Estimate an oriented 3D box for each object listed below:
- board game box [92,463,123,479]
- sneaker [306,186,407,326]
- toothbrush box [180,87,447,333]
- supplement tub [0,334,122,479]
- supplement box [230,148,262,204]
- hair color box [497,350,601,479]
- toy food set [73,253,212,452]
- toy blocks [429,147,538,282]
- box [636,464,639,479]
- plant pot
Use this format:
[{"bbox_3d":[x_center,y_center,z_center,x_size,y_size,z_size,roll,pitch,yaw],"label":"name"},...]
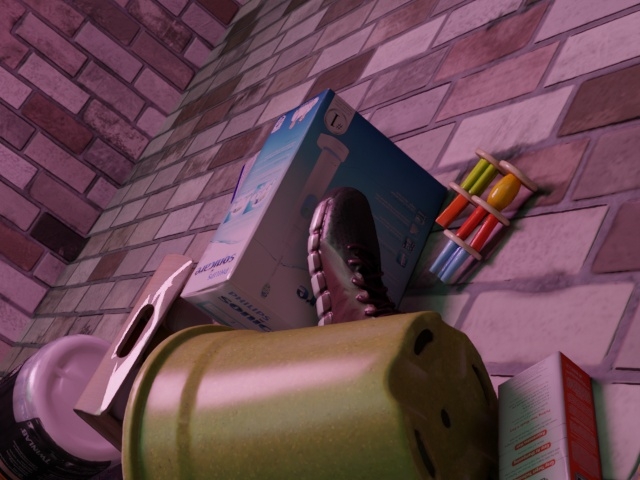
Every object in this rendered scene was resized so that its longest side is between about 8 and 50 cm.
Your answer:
[{"bbox_3d":[-0.355,0.308,1.666,0.390,0.050,0.390,-43,23,23],"label":"board game box"},{"bbox_3d":[0.073,0.069,1.039,0.162,0.106,0.281,-12,73,44],"label":"sneaker"},{"bbox_3d":[0.000,0.000,1.192,0.126,0.216,0.295,-21,38,53],"label":"toothbrush box"},{"bbox_3d":[-0.432,0.296,1.489,0.338,0.207,0.207,-33,28,39],"label":"supplement tub"},{"bbox_3d":[-0.028,-0.116,1.550,0.220,0.111,0.114,-38,25,33],"label":"supplement box"},{"bbox_3d":[0.184,0.165,0.782,0.072,0.043,0.141,-38,24,33],"label":"hair color box"},{"bbox_3d":[-0.182,0.180,1.246,0.092,0.306,0.220,17,65,22],"label":"toy food set"},{"bbox_3d":[0.168,-0.027,1.109,0.148,0.054,0.123,-51,22,4],"label":"toy blocks"},{"bbox_3d":[0.272,0.186,0.595,0.201,0.021,0.164,-19,39,55],"label":"box"},{"bbox_3d":[0.013,0.177,0.852,0.254,0.276,0.276,-20,35,32],"label":"plant pot"}]
